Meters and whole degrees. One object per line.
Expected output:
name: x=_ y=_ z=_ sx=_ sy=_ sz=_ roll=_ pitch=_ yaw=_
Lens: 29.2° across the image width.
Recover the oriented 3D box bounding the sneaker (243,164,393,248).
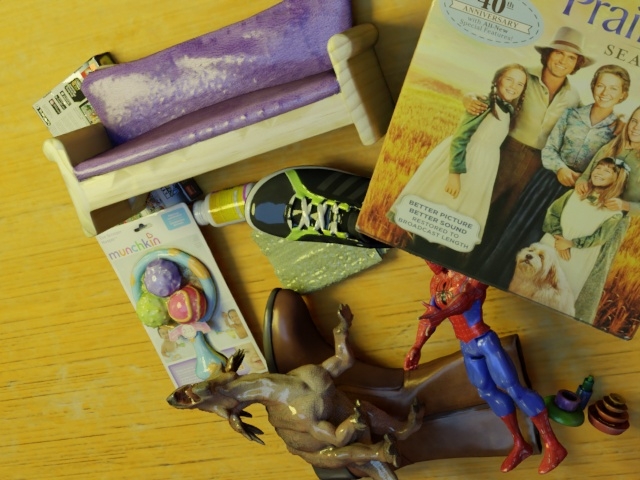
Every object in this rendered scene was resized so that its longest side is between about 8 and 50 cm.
sneaker: x=0.031 y=-0.035 z=1.339 sx=0.234 sy=0.097 sz=0.084 roll=1 pitch=100 yaw=3

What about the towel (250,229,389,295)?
towel: x=0.000 y=0.000 z=1.430 sx=0.148 sy=0.027 sz=0.110 roll=-28 pitch=97 yaw=25

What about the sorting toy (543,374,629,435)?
sorting toy: x=0.295 y=0.178 z=1.358 sx=0.102 sy=0.061 sz=0.042 roll=14 pitch=113 yaw=-9

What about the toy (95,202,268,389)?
toy: x=-0.173 y=0.085 z=1.487 sx=0.136 sy=0.056 sz=0.237 roll=-18 pitch=111 yaw=24

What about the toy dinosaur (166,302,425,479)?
toy dinosaur: x=-0.013 y=0.199 z=1.360 sx=0.200 sy=0.127 sz=0.296 roll=-23 pitch=123 yaw=29

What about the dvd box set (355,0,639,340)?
dvd box set: x=0.230 y=-0.124 z=1.131 sx=0.307 sy=0.062 sz=0.420 roll=23 pitch=129 yaw=5

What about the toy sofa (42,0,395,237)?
toy sofa: x=-0.111 y=-0.145 z=1.333 sx=0.362 sy=0.150 sz=0.177 roll=-17 pitch=100 yaw=17

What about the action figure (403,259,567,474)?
action figure: x=0.151 y=0.134 z=1.298 sx=0.091 sy=0.139 sz=0.280 roll=-12 pitch=104 yaw=52

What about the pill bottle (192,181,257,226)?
pill bottle: x=-0.107 y=-0.040 z=1.448 sx=0.083 sy=0.043 sz=0.043 roll=-12 pitch=103 yaw=23

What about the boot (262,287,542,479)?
boot: x=0.091 y=0.151 z=1.407 sx=0.280 sy=0.096 sz=0.264 roll=-14 pitch=102 yaw=23

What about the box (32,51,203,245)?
box: x=-0.244 y=-0.109 z=1.481 sx=0.114 sy=0.036 sz=0.207 roll=-32 pitch=94 yaw=26
